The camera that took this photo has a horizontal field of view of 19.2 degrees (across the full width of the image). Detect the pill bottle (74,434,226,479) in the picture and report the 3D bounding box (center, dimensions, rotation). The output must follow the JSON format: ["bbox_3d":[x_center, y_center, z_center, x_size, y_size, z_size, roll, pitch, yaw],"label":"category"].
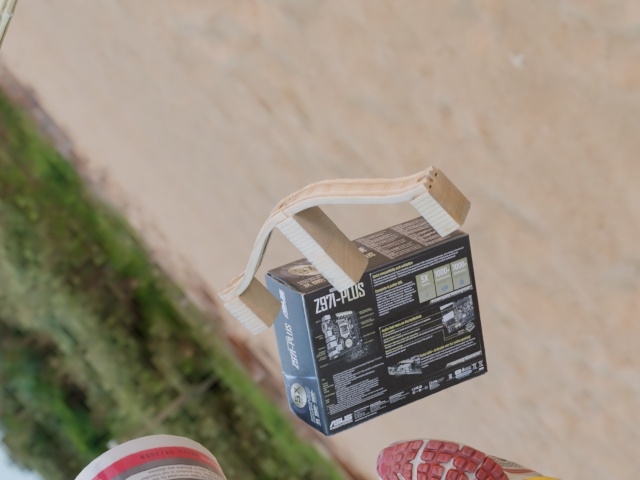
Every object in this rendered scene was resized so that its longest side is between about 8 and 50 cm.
[{"bbox_3d":[-0.132,0.356,1.865,0.176,0.176,0.318,51,-175,-43],"label":"pill bottle"}]

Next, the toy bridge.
[{"bbox_3d":[0.000,0.000,1.114,0.188,0.026,0.063,-29,113,41],"label":"toy bridge"}]

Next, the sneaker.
[{"bbox_3d":[0.144,0.240,1.790,0.225,0.088,0.093,23,177,-28],"label":"sneaker"}]

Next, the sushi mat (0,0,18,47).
[{"bbox_3d":[-0.257,-0.242,1.288,0.151,0.316,0.019,25,-151,-1],"label":"sushi mat"}]

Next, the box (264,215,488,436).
[{"bbox_3d":[0.053,0.077,1.759,0.077,0.180,0.147,28,134,57],"label":"box"}]
